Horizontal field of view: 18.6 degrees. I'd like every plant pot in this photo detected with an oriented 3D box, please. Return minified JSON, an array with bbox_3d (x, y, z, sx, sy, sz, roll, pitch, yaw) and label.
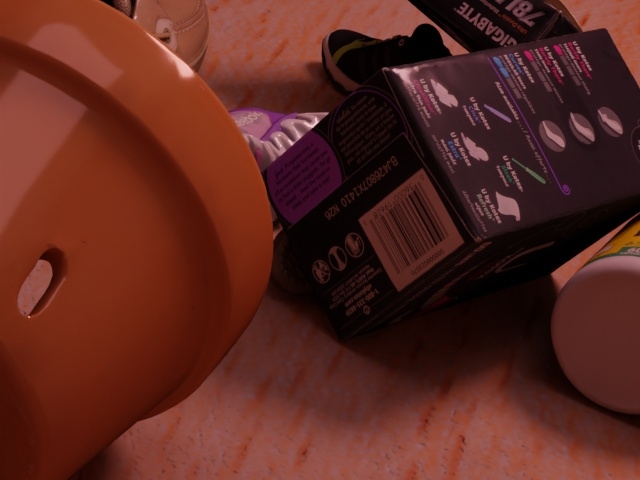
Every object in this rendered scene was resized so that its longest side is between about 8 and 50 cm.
[{"bbox_3d":[-0.195,0.025,1.084,0.291,0.291,0.203,19,42,10],"label":"plant pot"}]

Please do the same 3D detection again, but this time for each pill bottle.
[{"bbox_3d":[0.257,0.040,1.450,0.117,0.118,0.208,24,26,19],"label":"pill bottle"}]

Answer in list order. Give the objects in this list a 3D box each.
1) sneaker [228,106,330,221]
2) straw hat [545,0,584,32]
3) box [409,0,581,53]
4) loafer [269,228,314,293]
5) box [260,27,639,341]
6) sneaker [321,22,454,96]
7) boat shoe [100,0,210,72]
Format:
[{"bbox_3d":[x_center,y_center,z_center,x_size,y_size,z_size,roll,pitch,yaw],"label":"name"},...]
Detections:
[{"bbox_3d":[-0.077,-0.055,1.512,0.104,0.095,0.236,18,19,24],"label":"sneaker"},{"bbox_3d":[0.231,-0.182,1.957,0.061,0.144,0.144,-33,35,-1],"label":"straw hat"},{"bbox_3d":[0.171,-0.182,1.748,0.295,0.073,0.293,32,11,-49],"label":"box"},{"bbox_3d":[0.000,0.000,1.478,0.056,0.050,0.148,56,42,-6],"label":"loafer"},{"bbox_3d":[0.117,-0.045,1.446,0.270,0.165,0.143,-16,73,-46],"label":"box"},{"bbox_3d":[0.087,-0.160,1.800,0.084,0.097,0.234,-4,31,-35],"label":"sneaker"},{"bbox_3d":[-0.182,-0.189,1.698,0.121,0.110,0.341,21,26,13],"label":"boat shoe"}]
